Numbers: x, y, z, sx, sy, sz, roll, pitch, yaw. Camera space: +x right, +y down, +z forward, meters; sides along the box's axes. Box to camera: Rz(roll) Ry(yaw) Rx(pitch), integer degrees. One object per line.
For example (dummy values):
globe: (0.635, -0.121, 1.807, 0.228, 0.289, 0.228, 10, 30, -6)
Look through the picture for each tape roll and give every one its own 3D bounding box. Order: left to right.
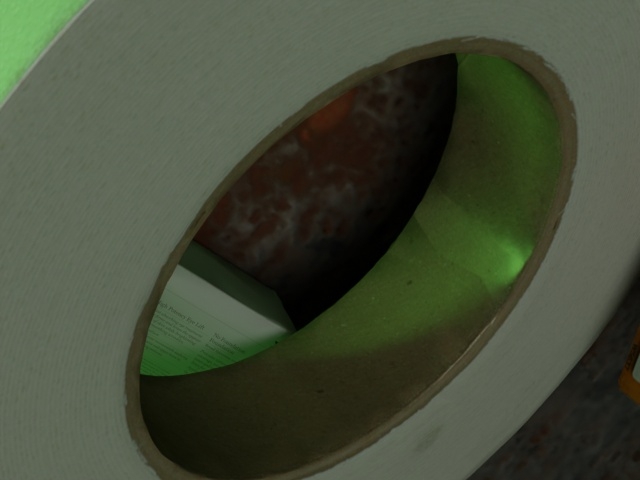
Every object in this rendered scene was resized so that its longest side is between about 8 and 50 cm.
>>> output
tape roll: (0.000, 0.000, 0.497, 0.392, 0.072, 0.392, -28, 142, -24)

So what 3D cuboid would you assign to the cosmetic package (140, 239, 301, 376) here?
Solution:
cosmetic package: (-0.133, 0.012, 0.579, 0.239, 0.060, 0.099, 34, 102, -26)

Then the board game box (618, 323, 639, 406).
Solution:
board game box: (0.410, -0.013, 0.499, 0.356, 0.356, 0.356, 0, 116, -34)
